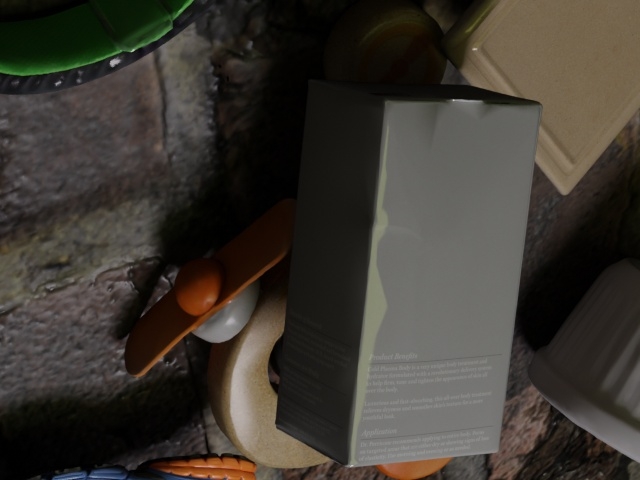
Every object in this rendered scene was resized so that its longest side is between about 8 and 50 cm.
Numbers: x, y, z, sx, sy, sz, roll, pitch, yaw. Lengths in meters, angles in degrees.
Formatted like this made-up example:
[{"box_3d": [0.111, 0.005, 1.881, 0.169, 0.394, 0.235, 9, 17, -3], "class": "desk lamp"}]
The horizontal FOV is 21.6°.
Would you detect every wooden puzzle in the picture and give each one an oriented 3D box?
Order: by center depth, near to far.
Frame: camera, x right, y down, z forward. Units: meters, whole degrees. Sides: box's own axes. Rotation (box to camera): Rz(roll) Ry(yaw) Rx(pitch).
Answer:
[{"box_3d": [0.196, -0.168, 1.188, 0.221, 0.044, 0.239, -50, 142, -2], "class": "wooden puzzle"}]

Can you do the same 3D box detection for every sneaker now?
[{"box_3d": [-0.149, 0.201, 1.200, 0.221, 0.087, 0.083, -3, 172, -16], "class": "sneaker"}]

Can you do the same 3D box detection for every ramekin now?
[{"box_3d": [0.317, 0.116, 1.377, 0.273, 0.273, 0.127, 16, 102, -43], "class": "ramekin"}]

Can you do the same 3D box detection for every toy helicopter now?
[{"box_3d": [0.000, 0.000, 1.170, 0.235, 0.140, 0.355, 1, 114, -26], "class": "toy helicopter"}]

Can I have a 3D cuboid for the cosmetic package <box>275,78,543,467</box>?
[{"box_3d": [0.054, 0.017, 1.077, 0.127, 0.107, 0.237, 1, 99, -32], "class": "cosmetic package"}]

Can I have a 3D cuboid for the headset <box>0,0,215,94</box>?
[{"box_3d": [-0.130, -0.203, 0.828, 0.243, 0.185, 0.394, -33, 149, -8], "class": "headset"}]
